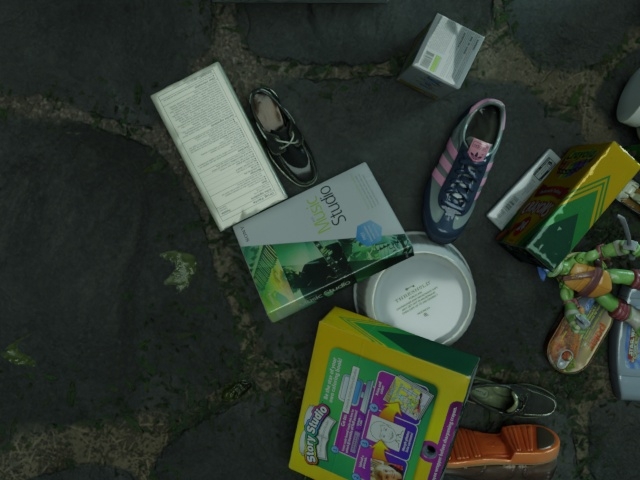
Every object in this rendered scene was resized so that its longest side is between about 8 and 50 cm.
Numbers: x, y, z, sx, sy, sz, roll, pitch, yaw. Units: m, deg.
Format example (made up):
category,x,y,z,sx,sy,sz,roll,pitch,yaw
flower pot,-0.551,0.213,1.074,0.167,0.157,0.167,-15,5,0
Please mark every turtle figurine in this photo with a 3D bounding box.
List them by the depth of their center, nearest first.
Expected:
category,x,y,z,sx,sy,sz,roll,pitch,yaw
turtle figurine,0.592,0.104,1.432,0.266,0.274,0.198,20,73,-14

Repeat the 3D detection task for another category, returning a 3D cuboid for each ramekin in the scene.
category,x,y,z,sx,sy,sz,roll,pitch,yaw
ramekin,0.206,0.119,1.515,0.272,0.127,0.273,0,96,-2

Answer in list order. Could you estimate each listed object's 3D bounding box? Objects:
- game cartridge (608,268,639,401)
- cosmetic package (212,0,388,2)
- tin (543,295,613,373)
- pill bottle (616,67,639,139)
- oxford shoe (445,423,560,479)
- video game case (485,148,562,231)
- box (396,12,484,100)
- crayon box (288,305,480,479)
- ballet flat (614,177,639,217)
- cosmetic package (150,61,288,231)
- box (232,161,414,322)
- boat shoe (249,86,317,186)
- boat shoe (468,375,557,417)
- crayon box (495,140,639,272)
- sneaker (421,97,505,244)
category,x,y,z,sx,sy,sz,roll,pitch,yaw
game cartridge,0.747,0.215,1.581,0.198,0.062,0.297,3,95,-6
cosmetic package,-0.039,-0.566,1.401,0.385,0.217,0.156,-2,96,-3
tin,0.573,0.205,1.582,0.106,0.040,0.190,29,94,0
pill bottle,0.796,-0.250,1.474,0.323,0.181,0.181,20,94,-3
oxford shoe,0.337,0.494,1.559,0.363,0.130,0.133,-2,113,7
video game case,0.496,-0.066,1.561,0.183,0.023,0.201,43,92,-5
box,0.235,-0.364,1.433,0.103,0.203,0.114,26,92,-5
crayon box,0.120,0.357,1.454,0.313,0.106,0.363,19,111,18
ballet flat,0.680,-0.099,1.540,0.203,0.074,0.074,35,93,-4
cosmetic package,-0.205,-0.192,1.480,0.160,0.113,0.309,-26,96,1
box,0.000,0.000,1.472,0.322,0.058,0.232,-27,59,1
boat shoe,-0.081,-0.215,1.500,0.084,0.079,0.233,-29,97,-1
boat shoe,0.419,0.354,1.570,0.223,0.073,0.080,13,95,-3
crayon box,0.511,-0.091,1.447,0.081,0.202,0.318,40,91,-5
sneaker,0.294,-0.150,1.460,0.112,0.131,0.319,19,80,-2
